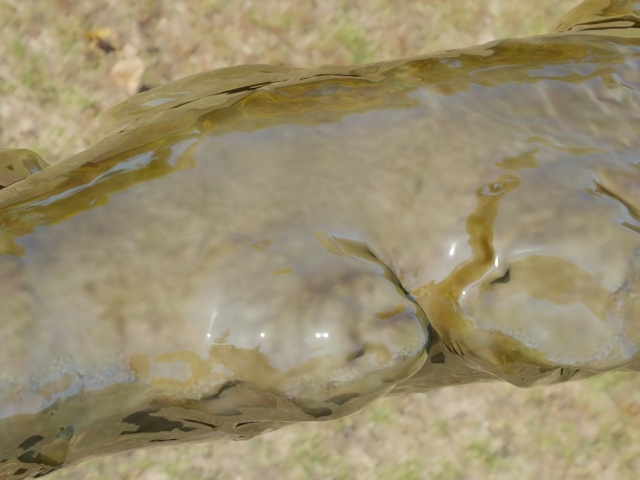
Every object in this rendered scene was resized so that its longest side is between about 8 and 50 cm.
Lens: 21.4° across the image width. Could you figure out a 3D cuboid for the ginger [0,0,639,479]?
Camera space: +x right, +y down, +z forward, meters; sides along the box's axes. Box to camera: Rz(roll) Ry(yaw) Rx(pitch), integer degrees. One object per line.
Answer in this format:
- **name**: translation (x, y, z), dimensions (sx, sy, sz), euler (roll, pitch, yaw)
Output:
- **ginger**: translation (0.002, -0.001, 0.391), dimensions (0.333, 0.166, 0.080), euler (-20, 113, -30)
